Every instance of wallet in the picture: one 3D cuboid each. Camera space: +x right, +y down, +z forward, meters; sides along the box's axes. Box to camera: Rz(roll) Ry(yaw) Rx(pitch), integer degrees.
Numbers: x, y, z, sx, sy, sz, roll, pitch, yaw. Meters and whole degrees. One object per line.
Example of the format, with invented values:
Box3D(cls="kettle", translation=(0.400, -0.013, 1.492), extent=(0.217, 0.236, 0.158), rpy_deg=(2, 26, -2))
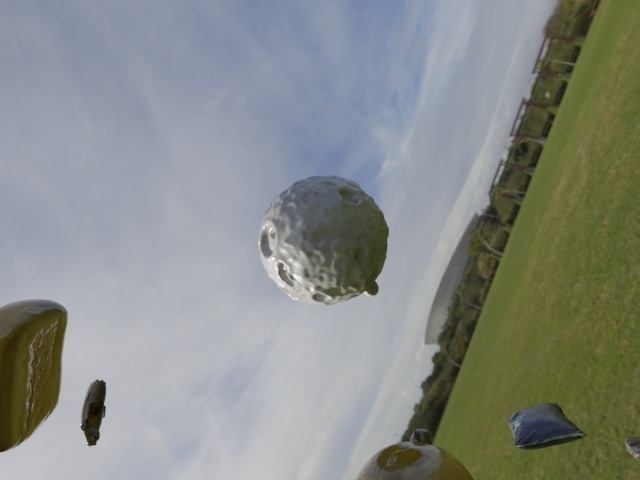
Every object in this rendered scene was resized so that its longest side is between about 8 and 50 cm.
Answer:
Box3D(cls="wallet", translation=(0.779, 0.482, 1.045), extent=(0.152, 0.117, 0.039), rpy_deg=(15, -113, -63))

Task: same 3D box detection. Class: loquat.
Box3D(cls="loquat", translation=(0.119, 0.334, 0.569), extent=(0.172, 0.149, 0.205), rpy_deg=(-38, 15, 35))

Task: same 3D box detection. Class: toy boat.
Box3D(cls="toy boat", translation=(-0.540, 0.409, 1.075), extent=(0.047, 0.048, 0.149), rpy_deg=(23, -122, -48))

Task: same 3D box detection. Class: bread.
Box3D(cls="bread", translation=(-0.447, 0.189, 0.655), extent=(0.147, 0.097, 0.218), rpy_deg=(-91, 13, -79))

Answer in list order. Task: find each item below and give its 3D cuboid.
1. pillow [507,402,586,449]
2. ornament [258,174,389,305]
Box3D(cls="pillow", translation=(0.496, 0.419, 1.020), extent=(0.208, 0.141, 0.055), rpy_deg=(21, -128, -74))
Box3D(cls="ornament", translation=(0.000, 0.000, 1.151), extent=(0.337, 0.336, 0.337), rpy_deg=(-53, -25, -39))
